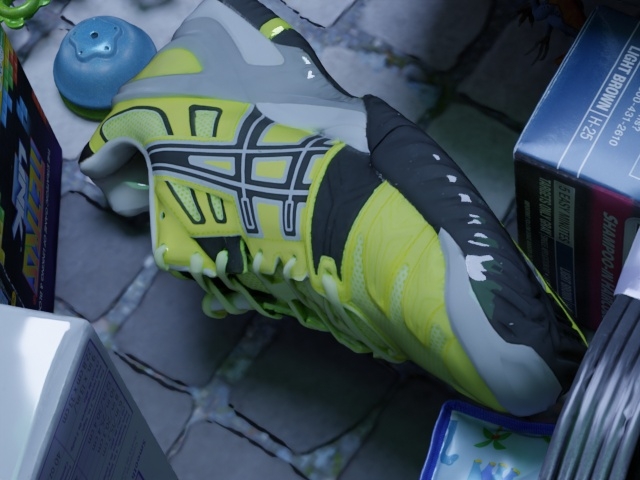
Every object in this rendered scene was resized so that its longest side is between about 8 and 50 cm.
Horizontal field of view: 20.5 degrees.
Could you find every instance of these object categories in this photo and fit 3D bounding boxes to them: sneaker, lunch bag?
[{"bbox_3d":[0.000,0.000,0.949,0.147,0.145,0.384,-43,38,-4],"label":"sneaker"},{"bbox_3d":[0.081,0.174,0.872,0.096,0.129,0.151,9,65,18],"label":"lunch bag"}]

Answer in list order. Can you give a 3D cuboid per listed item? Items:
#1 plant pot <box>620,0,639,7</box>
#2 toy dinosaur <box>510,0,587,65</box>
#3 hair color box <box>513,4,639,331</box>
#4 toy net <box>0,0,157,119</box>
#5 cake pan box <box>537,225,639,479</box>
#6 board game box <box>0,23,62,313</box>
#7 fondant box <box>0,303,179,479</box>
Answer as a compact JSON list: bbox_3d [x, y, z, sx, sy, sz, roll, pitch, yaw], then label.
[{"bbox_3d":[0.179,-0.241,0.874,0.280,0.323,0.323,36,71,1],"label":"plant pot"},{"bbox_3d":[0.143,-0.134,1.063,0.047,0.090,0.082,-14,16,-11],"label":"toy dinosaur"},{"bbox_3d":[0.275,0.023,0.900,0.347,0.174,0.105,24,69,20],"label":"hair color box"},{"bbox_3d":[-0.103,-0.186,1.144,0.122,0.045,0.232,35,70,25],"label":"toy net"},{"bbox_3d":[0.152,0.133,0.805,0.070,0.267,0.246,15,66,21],"label":"cake pan box"},{"bbox_3d":[-0.189,-0.016,1.005,0.048,0.141,0.170,-5,61,7],"label":"board game box"},{"bbox_3d":[-0.192,0.124,0.822,0.238,0.330,0.096,9,65,13],"label":"fondant box"}]
